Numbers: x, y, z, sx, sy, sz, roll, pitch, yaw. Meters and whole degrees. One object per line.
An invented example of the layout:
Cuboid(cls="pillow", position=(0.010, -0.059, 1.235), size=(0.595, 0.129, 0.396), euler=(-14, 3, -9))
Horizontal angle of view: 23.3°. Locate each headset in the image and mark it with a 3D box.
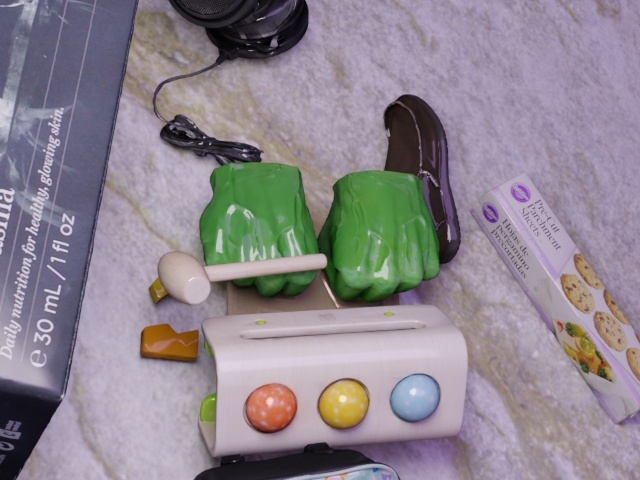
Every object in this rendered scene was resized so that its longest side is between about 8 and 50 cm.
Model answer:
Cuboid(cls="headset", position=(-0.074, -0.283, 1.823), size=(0.185, 0.243, 0.394), euler=(25, 86, 19))

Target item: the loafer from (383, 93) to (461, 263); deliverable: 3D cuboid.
Cuboid(cls="loafer", position=(0.111, -0.078, 1.883), size=(0.078, 0.080, 0.220), euler=(-2, 67, -28))

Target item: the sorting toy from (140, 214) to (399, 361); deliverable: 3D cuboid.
Cuboid(cls="sorting toy", position=(-0.053, 0.077, 1.771), size=(0.307, 0.041, 0.229), euler=(8, 67, -19))

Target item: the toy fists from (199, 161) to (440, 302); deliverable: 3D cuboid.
Cuboid(cls="toy fists", position=(0.000, 0.000, 1.746), size=(0.279, 0.096, 0.142), euler=(4, 62, -19))

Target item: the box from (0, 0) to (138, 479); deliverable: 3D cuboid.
Cuboid(cls="box", position=(-0.462, -0.065, 1.516), size=(0.471, 0.297, 0.480), euler=(13, 61, -14))

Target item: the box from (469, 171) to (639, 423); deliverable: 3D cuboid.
Cuboid(cls="box", position=(0.306, 0.070, 1.907), size=(0.067, 0.063, 0.324), euler=(-26, 78, -32))

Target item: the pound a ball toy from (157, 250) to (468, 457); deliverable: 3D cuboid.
Cuboid(cls="pound a ball toy", position=(-0.008, 0.119, 1.636), size=(0.319, 0.136, 0.208), euler=(-2, 112, -16))

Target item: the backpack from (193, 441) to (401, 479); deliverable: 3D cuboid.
Cuboid(cls="backpack", position=(-0.011, 0.350, 1.549), size=(0.225, 0.191, 0.254), euler=(-6, 99, -19))
